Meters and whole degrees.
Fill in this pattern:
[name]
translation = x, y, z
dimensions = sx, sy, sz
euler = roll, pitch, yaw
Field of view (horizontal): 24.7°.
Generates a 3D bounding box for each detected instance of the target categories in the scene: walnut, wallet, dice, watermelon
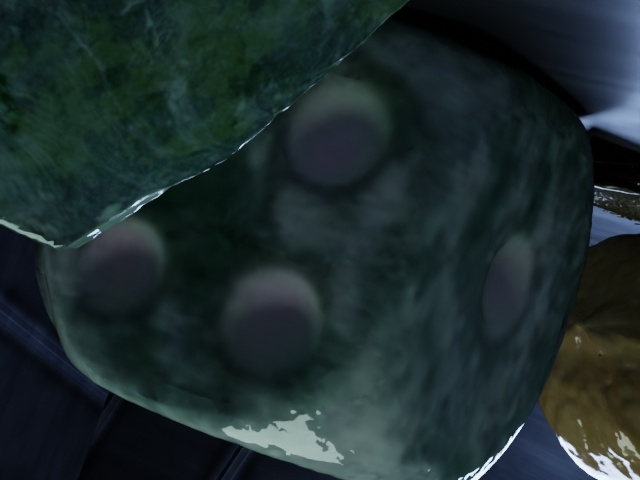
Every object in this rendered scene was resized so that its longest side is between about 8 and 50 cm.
[walnut]
translation = 0.387, 0.141, 1.646
dimensions = 0.344, 0.306, 0.306
euler = 21, 177, -42
[wallet]
translation = 0.279, -0.049, 1.372
dimensions = 0.132, 0.039, 0.243
euler = 13, 177, -2
[dice]
translation = 0.000, 0.000, 1.179
dimensions = 0.348, 0.328, 0.330
euler = 18, 177, 30
[watermelon]
translation = -0.131, -0.149, 0.601
dimensions = 0.387, 0.228, 0.258
euler = 24, -172, 9
